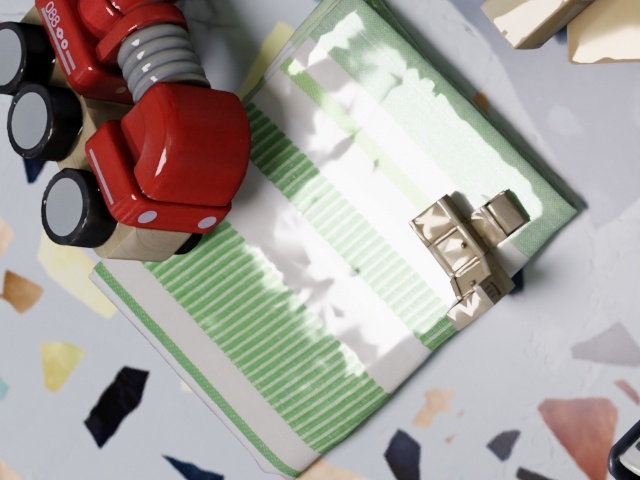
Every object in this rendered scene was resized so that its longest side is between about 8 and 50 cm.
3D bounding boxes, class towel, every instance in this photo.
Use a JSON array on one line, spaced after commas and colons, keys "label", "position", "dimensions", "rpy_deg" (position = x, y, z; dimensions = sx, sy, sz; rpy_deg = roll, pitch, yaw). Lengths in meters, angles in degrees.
[{"label": "towel", "position": [0.000, 0.000, 1.463], "dimensions": [0.248, 0.038, 0.325], "rpy_deg": [47, 110, 11]}]

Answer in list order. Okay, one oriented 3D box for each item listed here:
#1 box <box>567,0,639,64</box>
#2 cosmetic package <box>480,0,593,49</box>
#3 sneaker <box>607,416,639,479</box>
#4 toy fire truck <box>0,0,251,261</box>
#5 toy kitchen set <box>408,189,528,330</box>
[{"label": "box", "position": [0.249, -0.224, 1.329], "dimensions": [0.164, 0.021, 0.201], "rpy_deg": [1, 96, 24]}, {"label": "cosmetic package", "position": [0.171, -0.182, 1.324], "dimensions": [0.115, 0.060, 0.041], "rpy_deg": [-42, 78, 25]}, {"label": "sneaker", "position": [0.256, 0.114, 1.294], "dimensions": [0.094, 0.153, 0.235], "rpy_deg": [16, 103, 20]}, {"label": "toy fire truck", "position": [-0.099, -0.130, 1.416], "dimensions": [0.246, 0.158, 0.217], "rpy_deg": [-44, 58, 33]}, {"label": "toy kitchen set", "position": [0.107, 0.005, 1.360], "dimensions": [0.068, 0.075, 0.083], "rpy_deg": [-38, 88, 20]}]
